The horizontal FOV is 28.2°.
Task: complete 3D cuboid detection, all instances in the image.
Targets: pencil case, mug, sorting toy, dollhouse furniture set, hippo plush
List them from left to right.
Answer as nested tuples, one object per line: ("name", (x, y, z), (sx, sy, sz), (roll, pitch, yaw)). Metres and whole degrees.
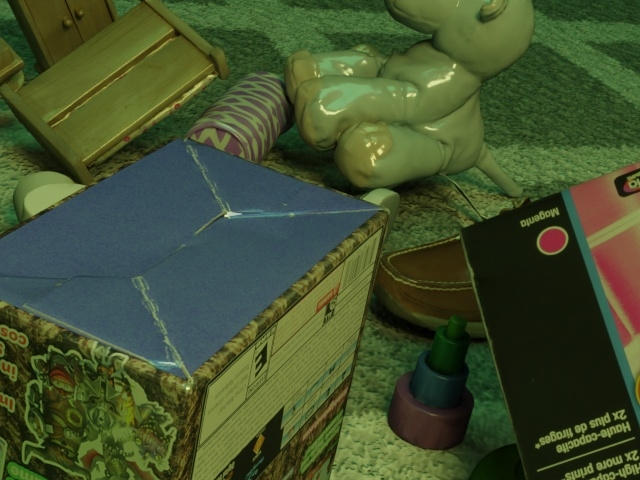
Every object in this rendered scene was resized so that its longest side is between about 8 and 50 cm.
("mug", (-0.244, -0.021, 1.180), (0.078, 0.062, 0.064), (-2, 37, -13))
("dollhouse furniture set", (-0.185, -0.183, 1.402), (0.303, 0.174, 0.355), (-38, 62, -14))
("pencil case", (-0.087, -0.119, 1.401), (0.086, 0.088, 0.206), (16, 27, 11))
("hippo plush", (0.120, -0.183, 1.370), (0.294, 0.237, 0.234), (35, 31, 9))
("sorting toy", (0.201, 0.166, 0.931), (0.127, 0.126, 0.365), (-15, 38, -42))

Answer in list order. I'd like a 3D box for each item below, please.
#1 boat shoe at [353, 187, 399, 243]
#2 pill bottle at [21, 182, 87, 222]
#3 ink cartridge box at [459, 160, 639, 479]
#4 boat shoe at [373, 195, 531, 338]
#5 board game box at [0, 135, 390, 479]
("boat shoe", (0.000, 0.000, 1.230), (0.076, 0.080, 0.228), (24, 37, 20))
("pill bottle", (-0.191, 0.048, 0.943), (0.094, 0.169, 0.094), (10, 27, -5))
("ink cartridge box", (0.219, 0.119, 0.859), (0.175, 0.069, 0.371), (-21, 54, 14))
("boat shoe", (0.193, 0.012, 1.233), (0.324, 0.116, 0.123), (-6, 32, -32))
("board game box", (-0.093, 0.124, 0.702), (0.141, 0.291, 0.232), (20, 27, 18))
